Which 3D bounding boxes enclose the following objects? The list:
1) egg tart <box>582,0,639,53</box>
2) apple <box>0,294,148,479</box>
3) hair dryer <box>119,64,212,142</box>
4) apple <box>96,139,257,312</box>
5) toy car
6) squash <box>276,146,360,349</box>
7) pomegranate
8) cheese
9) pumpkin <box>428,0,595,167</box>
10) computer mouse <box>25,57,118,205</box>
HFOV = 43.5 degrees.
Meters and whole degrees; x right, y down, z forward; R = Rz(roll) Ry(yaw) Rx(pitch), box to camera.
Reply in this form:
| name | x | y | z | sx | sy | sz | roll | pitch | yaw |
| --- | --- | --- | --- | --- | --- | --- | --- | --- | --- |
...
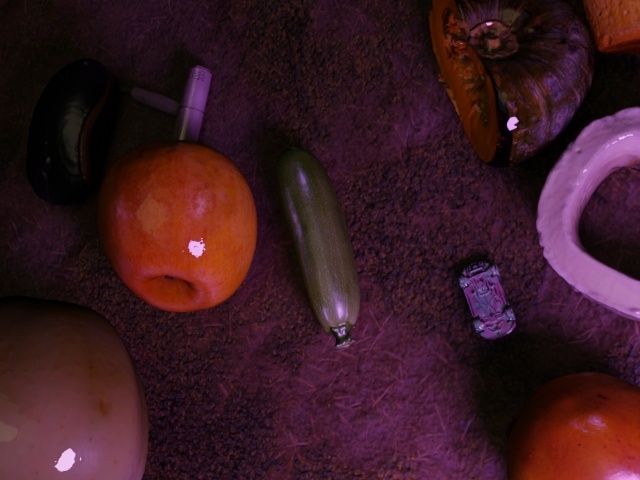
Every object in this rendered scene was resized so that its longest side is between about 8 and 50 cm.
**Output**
| name | x | y | z | sx | sy | sz | roll | pitch | yaw |
| --- | --- | --- | --- | --- | --- | --- | --- | --- | --- |
| egg tart | 0.505 | -0.393 | 1.264 | 0.215 | 0.215 | 0.171 | -4 | 90 | 21 |
| apple | -0.527 | 0.320 | 1.430 | 0.473 | 0.473 | 0.474 | -4 | 79 | 21 |
| hair dryer | -0.339 | -0.266 | 1.659 | 0.220 | 0.053 | 0.195 | 9 | 84 | 24 |
| apple | -0.258 | -0.021 | 1.451 | 0.298 | 0.299 | 0.275 | -12 | 66 | 20 |
| toy car | 0.281 | 0.101 | 1.342 | 0.069 | 0.055 | 0.142 | -23 | 59 | 16 |
| squash | 0.000 | 0.000 | 1.446 | 0.107 | 0.107 | 0.395 | -20 | 73 | 18 |
| pomegranate | 0.391 | 0.322 | 1.163 | 0.264 | 0.264 | 0.265 | -4 | 79 | 21 |
| cheese | 0.506 | -0.024 | 1.218 | 0.332 | 0.153 | 0.292 | 35 | 95 | 22 |
| pumpkin | 0.329 | -0.280 | 1.330 | 0.232 | 0.242 | 0.325 | -11 | 70 | -10 |
| computer mouse | -0.537 | -0.235 | 1.702 | 0.182 | 0.116 | 0.324 | 10 | 85 | 28 |
